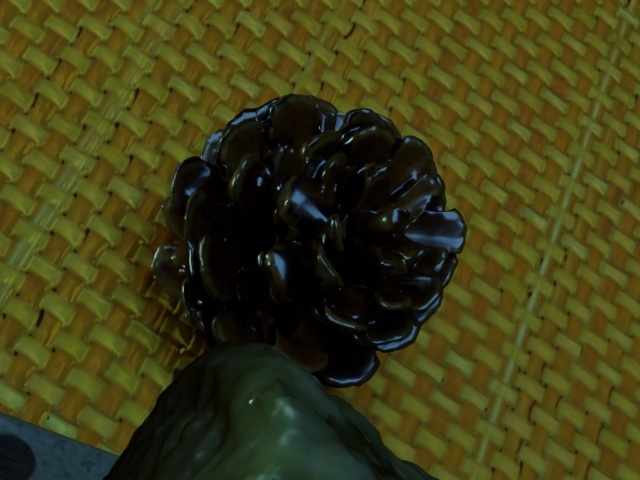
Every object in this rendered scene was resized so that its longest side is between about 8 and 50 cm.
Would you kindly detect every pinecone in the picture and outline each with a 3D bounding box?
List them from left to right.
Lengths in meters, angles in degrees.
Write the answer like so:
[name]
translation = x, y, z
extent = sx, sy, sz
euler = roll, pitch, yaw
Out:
[pinecone]
translation = 0.000, 0.000, 1.005
extent = 0.173, 0.173, 0.173
euler = 18, 51, -23

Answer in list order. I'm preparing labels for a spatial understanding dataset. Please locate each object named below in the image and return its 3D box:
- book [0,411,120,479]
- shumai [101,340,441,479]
[book]
translation = -0.099, 0.165, 0.918
extent = 0.199, 0.016, 0.138
euler = 23, 49, -19
[shumai]
translation = 0.019, 0.213, 0.748
extent = 0.288, 0.330, 0.292
euler = 30, 45, -7
